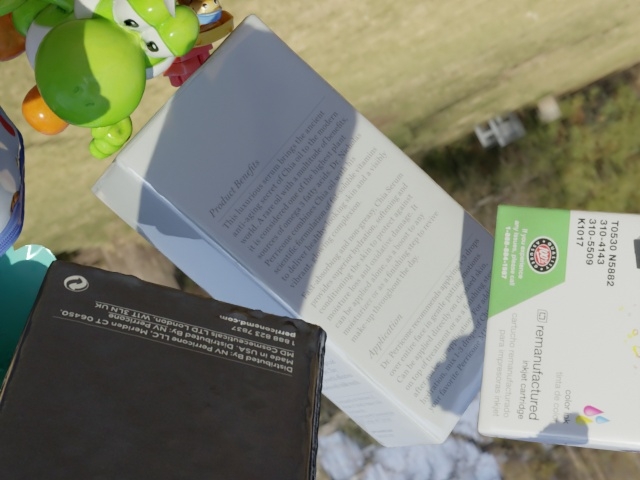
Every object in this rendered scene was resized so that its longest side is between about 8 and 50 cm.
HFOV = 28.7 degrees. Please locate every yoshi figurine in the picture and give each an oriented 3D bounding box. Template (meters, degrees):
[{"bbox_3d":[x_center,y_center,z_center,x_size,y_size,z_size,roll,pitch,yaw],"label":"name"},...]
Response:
[{"bbox_3d":[-0.266,-0.191,1.324,0.204,0.203,0.362,8,175,-32],"label":"yoshi figurine"}]

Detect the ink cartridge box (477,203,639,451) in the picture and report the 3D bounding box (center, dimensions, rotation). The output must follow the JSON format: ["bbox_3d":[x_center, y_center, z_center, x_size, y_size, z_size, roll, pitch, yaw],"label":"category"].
[{"bbox_3d":[0.287,0.083,1.082,0.278,0.201,0.117,4,171,13],"label":"ink cartridge box"}]

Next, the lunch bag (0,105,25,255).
[{"bbox_3d":[-0.378,-0.016,0.954,0.303,0.115,0.243,-24,-145,1],"label":"lunch bag"}]

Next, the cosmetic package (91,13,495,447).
[{"bbox_3d":[0.000,0.000,1.383,0.230,0.453,0.161,-51,-170,-22],"label":"cosmetic package"}]

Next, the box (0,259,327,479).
[{"bbox_3d":[-0.125,0.223,0.698,0.294,0.183,0.296,-88,-164,-55],"label":"box"}]

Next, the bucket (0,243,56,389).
[{"bbox_3d":[-0.381,0.138,1.415,0.281,0.281,0.183,-27,149,-60],"label":"bucket"}]

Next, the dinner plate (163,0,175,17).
[{"bbox_3d":[-0.135,-0.261,1.068,0.017,0.141,0.141,-2,177,-5],"label":"dinner plate"}]

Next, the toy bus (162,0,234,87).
[{"bbox_3d":[-0.191,-0.318,1.707,0.149,0.211,0.220,-28,-164,-35],"label":"toy bus"}]
